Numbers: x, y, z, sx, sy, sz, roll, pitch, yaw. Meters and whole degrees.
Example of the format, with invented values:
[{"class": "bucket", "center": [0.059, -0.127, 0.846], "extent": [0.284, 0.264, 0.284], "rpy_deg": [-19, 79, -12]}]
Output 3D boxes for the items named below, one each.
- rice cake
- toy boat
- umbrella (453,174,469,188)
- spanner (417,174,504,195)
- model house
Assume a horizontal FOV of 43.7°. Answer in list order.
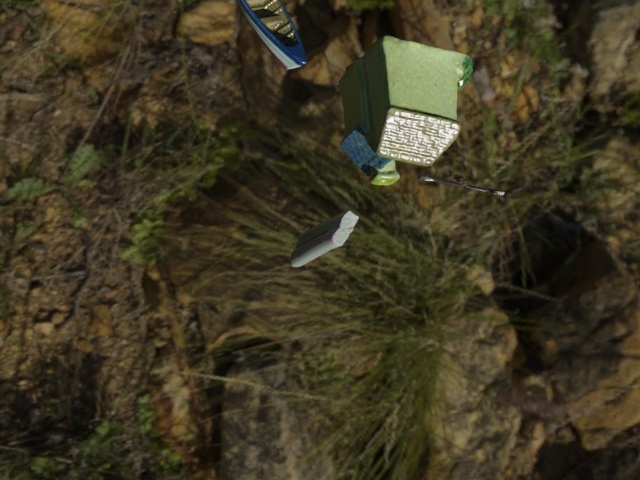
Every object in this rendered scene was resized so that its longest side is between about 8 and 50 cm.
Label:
[{"class": "rice cake", "center": [0.001, -0.001, 1.642], "extent": [0.042, 0.222, 0.080], "rpy_deg": [37, 64, -15]}, {"class": "toy boat", "center": [-0.093, -0.373, 1.316], "extent": [0.080, 0.046, 0.229], "rpy_deg": [-25, 79, -43]}, {"class": "umbrella", "center": [0.366, -0.154, 2.075], "extent": [0.083, 0.031, 0.020], "rpy_deg": [24, 73, -59]}, {"class": "spanner", "center": [0.392, -0.155, 2.228], "extent": [0.054, 0.254, 0.015], "rpy_deg": [-6, 108, -65]}, {"class": "model house", "center": [0.135, -0.195, 1.316], "extent": [0.195, 0.214, 0.189], "rpy_deg": [11, 71, -22]}]
